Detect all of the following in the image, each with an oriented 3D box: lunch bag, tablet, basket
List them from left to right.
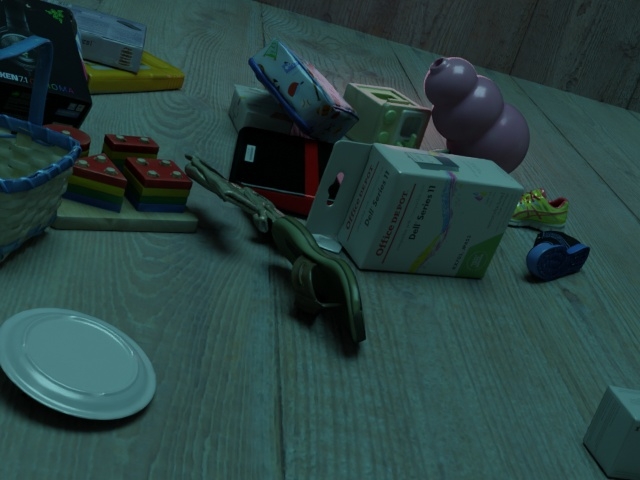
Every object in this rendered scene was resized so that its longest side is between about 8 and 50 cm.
[{"bbox_3d":[-0.460,-0.135,1.446,0.201,0.289,0.255,21,21,6],"label":"basket"},{"bbox_3d":[-0.040,-0.340,2.333,0.243,0.115,0.303,49,9,12],"label":"lunch bag"},{"bbox_3d":[0.000,0.000,1.867,0.083,0.006,0.054,21,22,6],"label":"tablet"}]

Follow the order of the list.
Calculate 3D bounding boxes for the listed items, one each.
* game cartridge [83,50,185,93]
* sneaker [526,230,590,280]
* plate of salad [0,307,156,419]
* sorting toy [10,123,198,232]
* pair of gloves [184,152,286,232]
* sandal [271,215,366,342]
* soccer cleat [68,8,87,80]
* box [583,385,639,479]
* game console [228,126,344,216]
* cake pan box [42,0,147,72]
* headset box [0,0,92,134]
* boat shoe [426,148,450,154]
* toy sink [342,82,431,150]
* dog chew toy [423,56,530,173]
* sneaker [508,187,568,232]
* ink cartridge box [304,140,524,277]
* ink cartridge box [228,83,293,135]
[{"bbox_3d":[-0.517,-0.425,2.407,0.285,0.053,0.323,30,26,27],"label":"game cartridge"},{"bbox_3d":[0.462,0.025,2.080,0.090,0.081,0.232,30,18,33],"label":"sneaker"},{"bbox_3d":[-0.295,0.152,1.228,0.199,0.048,0.200,24,26,-12],"label":"plate of salad"},{"bbox_3d":[-0.366,-0.114,1.741,0.255,0.089,0.257,1,28,-36],"label":"sorting toy"},{"bbox_3d":[-0.131,-0.063,1.780,0.240,0.042,0.204,32,6,-42],"label":"pair of gloves"},{"bbox_3d":[-0.014,0.069,1.591,0.086,0.120,0.303,-23,37,-19],"label":"sandal"},{"bbox_3d":[-0.540,-0.340,2.121,0.115,0.143,0.331,-1,49,-10],"label":"soccer cleat"},{"bbox_3d":[0.448,0.275,1.442,0.101,0.102,0.087,12,21,-18],"label":"box"},{"bbox_3d":[-0.014,-0.129,2.113,0.341,0.060,0.386,10,22,-5],"label":"game console"},{"bbox_3d":[-0.542,-0.485,2.381,0.266,0.070,0.246,13,20,-15],"label":"cake pan box"},{"bbox_3d":[-0.577,-0.333,1.873,0.246,0.131,0.283,9,46,-38],"label":"headset box"},{"bbox_3d":[0.247,-0.170,2.385,0.084,0.079,0.233,-10,7,28],"label":"boat shoe"},{"bbox_3d":[0.171,-0.287,2.508,0.152,0.131,0.234,1,28,-36],"label":"toy sink"},{"bbox_3d":[0.365,-0.304,2.467,0.332,0.206,0.207,51,7,-28],"label":"dog chew toy"},{"bbox_3d":[0.466,-0.081,2.302,0.208,0.094,0.081,10,25,-17],"label":"sneaker"},{"bbox_3d":[0.168,-0.052,1.851,0.353,0.207,0.119,5,30,-29],"label":"ink cartridge box"},{"bbox_3d":[-0.143,-0.294,2.368,0.115,0.067,0.198,10,25,-20],"label":"ink cartridge box"}]
